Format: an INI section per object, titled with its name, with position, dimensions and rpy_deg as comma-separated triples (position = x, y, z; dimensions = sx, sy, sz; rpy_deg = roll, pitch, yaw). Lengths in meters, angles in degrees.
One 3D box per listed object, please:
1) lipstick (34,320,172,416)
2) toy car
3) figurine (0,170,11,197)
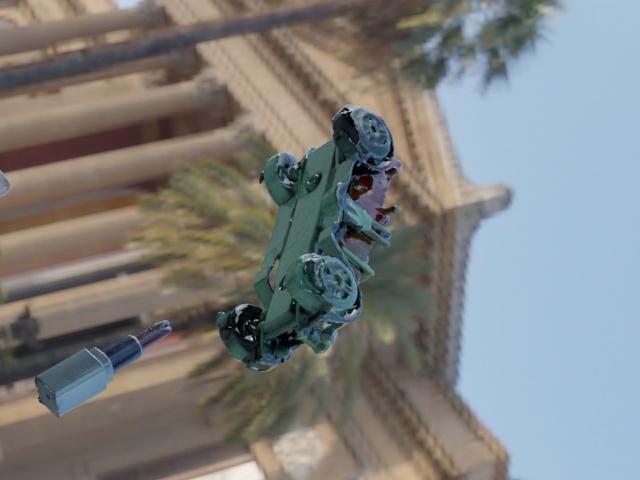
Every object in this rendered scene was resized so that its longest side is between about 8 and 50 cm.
[lipstick]
position = -0.146, 0.083, 1.012
dimensions = 0.025, 0.107, 0.025
rpy_deg = 35, -40, 33
[toy car]
position = 0.000, 0.000, 0.711
dimensions = 0.073, 0.054, 0.143
rpy_deg = -34, -150, 37
[figurine]
position = -0.226, -0.017, 0.687
dimensions = 0.111, 0.102, 0.195
rpy_deg = 50, -20, -16
